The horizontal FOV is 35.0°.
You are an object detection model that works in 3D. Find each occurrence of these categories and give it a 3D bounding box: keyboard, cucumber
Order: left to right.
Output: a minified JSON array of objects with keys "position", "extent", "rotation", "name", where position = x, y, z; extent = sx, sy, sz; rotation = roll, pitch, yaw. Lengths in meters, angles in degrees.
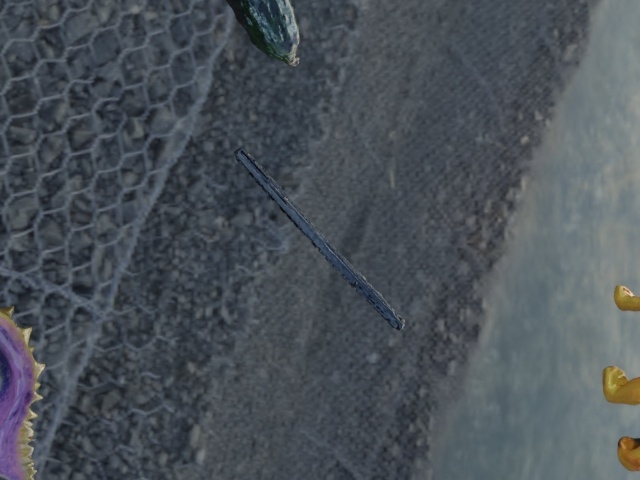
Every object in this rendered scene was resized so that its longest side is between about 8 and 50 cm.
[{"position":[-0.087,-0.293,0.939],"extent":[0.067,0.067,0.294],"rotation":[-44,124,-35],"name":"cucumber"},{"position":[0.000,0.000,1.059],"extent":[0.017,0.087,0.250],"rotation":[-43,84,3],"name":"keyboard"}]

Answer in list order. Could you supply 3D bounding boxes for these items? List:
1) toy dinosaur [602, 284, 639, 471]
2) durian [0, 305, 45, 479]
[{"position":[0.245,0.099,0.653],"extent":[0.070,0.117,0.288],"rotation":[43,47,-25],"name":"toy dinosaur"},{"position":[-0.364,0.089,0.805],"extent":[0.260,0.186,0.154],"rotation":[24,73,-44],"name":"durian"}]
